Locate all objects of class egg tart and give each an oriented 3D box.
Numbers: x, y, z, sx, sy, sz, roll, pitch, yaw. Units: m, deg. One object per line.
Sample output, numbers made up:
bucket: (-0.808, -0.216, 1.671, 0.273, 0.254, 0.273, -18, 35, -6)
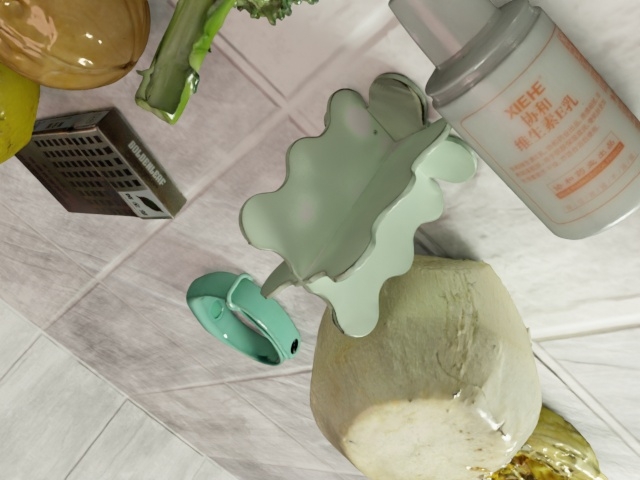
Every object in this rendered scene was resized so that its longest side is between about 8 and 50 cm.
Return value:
egg tart: (0.292, 0.300, 0.915, 0.232, 0.098, 0.252, 19, 151, 14)

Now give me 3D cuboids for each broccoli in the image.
broccoli: (-0.082, -0.180, 0.486, 0.118, 0.204, 0.122, 16, 160, 31)

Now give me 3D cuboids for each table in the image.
table: (0.029, -0.029, 0.590, 0.167, 0.198, 0.166, 26, 149, 17)

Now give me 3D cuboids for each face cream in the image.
face cream: (0.132, -0.116, 0.461, 0.252, 0.101, 0.101, 43, 149, -14)

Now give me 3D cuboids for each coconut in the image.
coconut: (0.116, 0.132, 0.717, 0.245, 0.247, 0.245, 3, 126, 5)

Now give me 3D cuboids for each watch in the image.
watch: (-0.139, 0.138, 1.130, 0.195, 0.068, 0.237, 16, 146, 27)

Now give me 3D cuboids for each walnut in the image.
walnut: (-0.266, -0.238, 0.626, 0.197, 0.165, 0.165, 48, 148, -8)

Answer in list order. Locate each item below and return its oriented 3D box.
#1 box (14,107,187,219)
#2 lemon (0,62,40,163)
box: (-0.369, -0.115, 1.015, 0.325, 0.047, 0.180, 5, 140, 42)
lemon: (-0.481, -0.206, 0.794, 0.261, 0.260, 0.284, 23, 142, 20)
